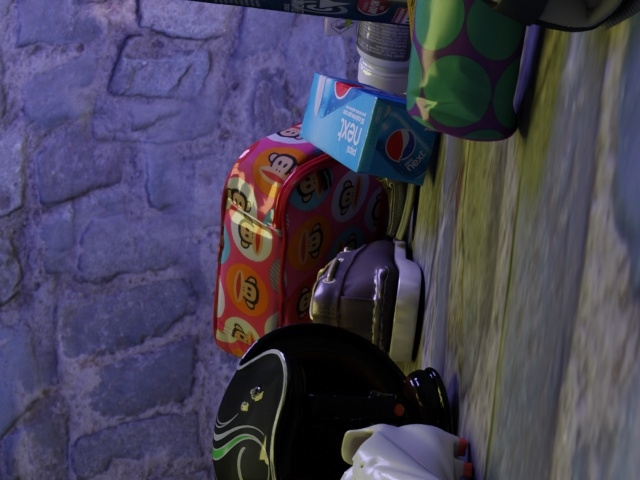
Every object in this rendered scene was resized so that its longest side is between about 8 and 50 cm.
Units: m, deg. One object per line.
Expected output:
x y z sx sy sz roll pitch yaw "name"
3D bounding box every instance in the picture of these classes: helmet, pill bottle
0.003 0.140 0.746 0.161 0.169 0.170 161 117 -71 "helmet"
0.079 -0.230 1.162 0.078 0.078 0.137 -85 2 -57 "pill bottle"

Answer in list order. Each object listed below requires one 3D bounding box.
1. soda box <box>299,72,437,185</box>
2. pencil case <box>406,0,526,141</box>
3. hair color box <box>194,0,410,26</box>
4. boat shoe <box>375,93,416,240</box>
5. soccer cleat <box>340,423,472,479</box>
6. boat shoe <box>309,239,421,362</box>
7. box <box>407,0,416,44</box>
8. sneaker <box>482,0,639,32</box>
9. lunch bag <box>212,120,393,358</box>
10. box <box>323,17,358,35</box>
0.042 -0.111 1.055 0.210 0.067 0.071 -138 60 -68 "soda box"
0.083 -0.131 0.570 0.070 0.064 0.152 -18 -59 -48 "pencil case"
-0.047 -0.290 0.935 0.105 0.347 0.174 -163 79 -89 "hair color box"
0.077 -0.077 1.125 0.056 0.049 0.152 93 -177 -83 "boat shoe"
0.046 0.146 0.569 0.196 0.076 0.068 -90 6 -81 "soccer cleat"
0.039 0.057 1.105 0.324 0.096 0.117 -94 10 -86 "boat shoe"
0.090 -0.262 0.767 0.164 0.021 0.201 117 154 -57 "box"
0.057 -0.133 0.417 0.226 0.086 0.164 134 145 -61 "sneaker"
0.000 0.000 1.290 0.258 0.120 0.293 -27 -46 -44 "lunch bag"
0.022 -0.333 1.219 0.114 0.036 0.207 95 175 -45 "box"
